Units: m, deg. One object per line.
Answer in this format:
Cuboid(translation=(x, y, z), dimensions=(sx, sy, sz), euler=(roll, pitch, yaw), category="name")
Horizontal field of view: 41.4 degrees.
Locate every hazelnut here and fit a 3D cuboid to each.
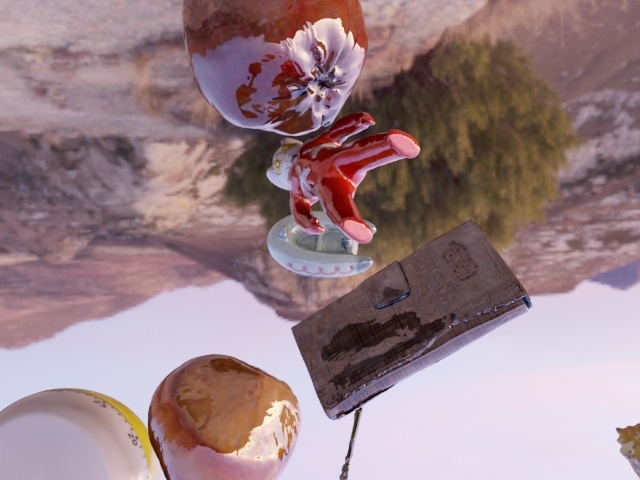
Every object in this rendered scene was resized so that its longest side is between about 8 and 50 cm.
Cuboid(translation=(-0.106, 0.214, 0.952), dimensions=(0.182, 0.182, 0.182), euler=(-2, -177, 0), category="hazelnut")

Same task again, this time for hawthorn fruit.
Cuboid(translation=(-0.085, -0.324, 1.351), dimensions=(0.324, 0.308, 0.308), euler=(25, -160, 36), category="hawthorn fruit")

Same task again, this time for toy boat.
Cuboid(translation=(0.000, 0.000, 1.606), dimensions=(0.207, 0.134, 0.079), euler=(4, 152, 10), category="toy boat")

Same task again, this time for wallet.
Cuboid(translation=(0.087, 0.079, 0.860), dimensions=(0.230, 0.124, 0.042), euler=(-32, 138, 7), category="wallet")

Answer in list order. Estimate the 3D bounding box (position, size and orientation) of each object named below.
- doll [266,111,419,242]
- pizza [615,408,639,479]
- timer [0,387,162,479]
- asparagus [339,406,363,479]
Cuboid(translation=(0.012, -0.099, 1.230), dimensions=(0.099, 0.188, 0.384), euler=(29, 177, -20), category="doll")
Cuboid(translation=(0.569, 0.342, 1.315), dimensions=(0.228, 0.290, 0.081), euler=(22, 164, 28), category="pizza")
Cuboid(translation=(-0.344, 0.339, 1.211), dimensions=(0.285, 0.285, 0.285), euler=(-2, -177, 0), category="timer")
Cuboid(translation=(0.047, 0.269, 1.198), dimensions=(0.016, 0.166, 0.013), euler=(8, 174, 31), category="asparagus")
